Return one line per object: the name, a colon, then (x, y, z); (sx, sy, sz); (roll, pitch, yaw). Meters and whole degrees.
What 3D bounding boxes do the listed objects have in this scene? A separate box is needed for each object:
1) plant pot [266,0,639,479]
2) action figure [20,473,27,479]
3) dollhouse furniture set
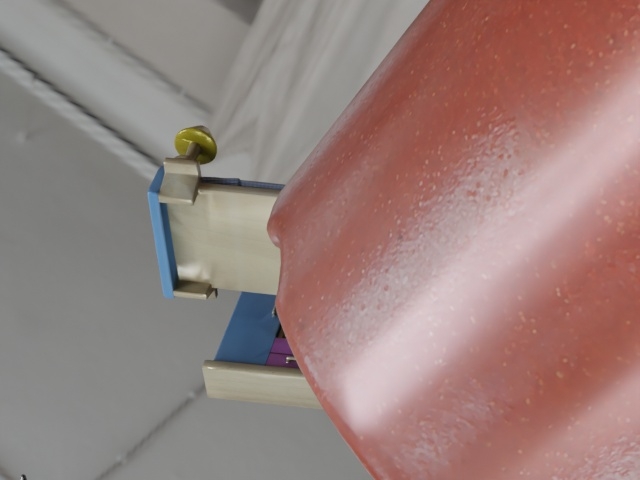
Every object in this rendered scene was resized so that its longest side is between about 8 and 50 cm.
plant pot: (0.140, -0.030, 0.440); (0.272, 0.265, 0.272); (33, -151, -21)
action figure: (-0.212, 0.267, 0.870); (0.276, 0.164, 0.141); (-81, -30, -66)
dollhouse furniture set: (0.000, 0.000, 1.478); (0.286, 0.303, 0.198); (4, -140, 13)
